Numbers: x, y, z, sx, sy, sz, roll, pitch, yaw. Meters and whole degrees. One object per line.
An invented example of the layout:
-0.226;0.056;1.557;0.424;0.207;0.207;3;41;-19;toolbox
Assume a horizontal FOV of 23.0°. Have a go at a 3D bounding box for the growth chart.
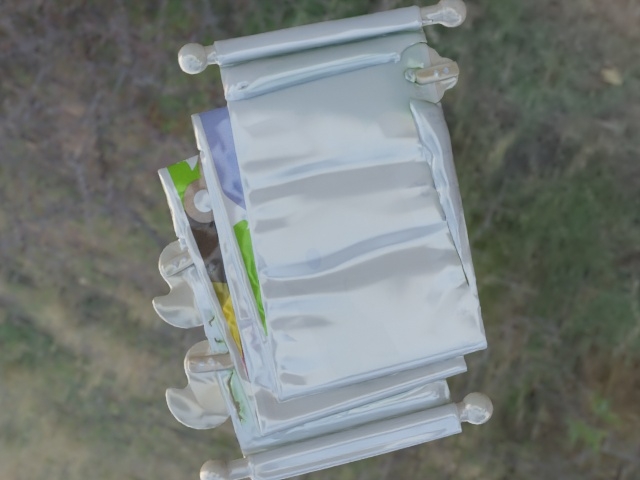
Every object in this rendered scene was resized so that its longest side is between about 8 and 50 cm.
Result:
0.000;0.000;0.787;0.172;0.237;0.021;-5;176;-3;growth chart
